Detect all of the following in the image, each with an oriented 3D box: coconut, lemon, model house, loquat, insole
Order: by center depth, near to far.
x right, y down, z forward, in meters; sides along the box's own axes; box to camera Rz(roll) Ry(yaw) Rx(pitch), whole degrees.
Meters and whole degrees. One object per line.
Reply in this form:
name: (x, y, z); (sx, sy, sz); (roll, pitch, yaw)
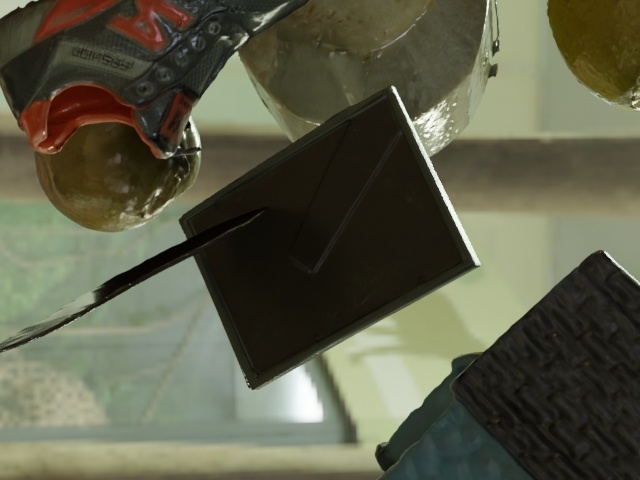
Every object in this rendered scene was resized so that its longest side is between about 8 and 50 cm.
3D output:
insole: (-0.160, 0.031, 1.473); (0.111, 0.328, 0.007); (-18, -82, 42)
model house: (0.287, 0.194, 1.608); (0.360, 0.297, 0.339); (46, -65, 23)
lemon: (0.323, -0.229, 1.746); (0.193, 0.180, 0.180); (64, -10, -6)
coconut: (0.052, -0.229, 1.858); (0.323, 0.323, 0.323); (179, -90, -78)
loquat: (-0.249, -0.113, 2.072); (0.213, 0.213, 0.213); (179, -90, -78)

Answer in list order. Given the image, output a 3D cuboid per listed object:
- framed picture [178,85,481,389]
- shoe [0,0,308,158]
framed picture: (0.000, 0.000, 1.559); (0.023, 0.260, 0.189); (6, 56, -63)
shoe: (-0.148, -0.168, 1.607); (0.132, 0.336, 0.171); (61, 11, -71)
